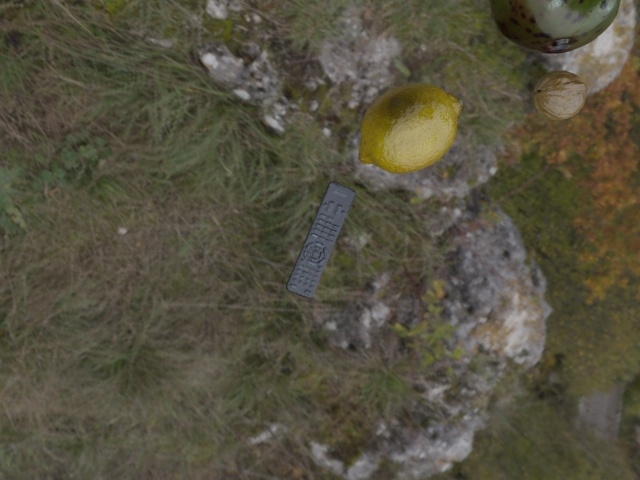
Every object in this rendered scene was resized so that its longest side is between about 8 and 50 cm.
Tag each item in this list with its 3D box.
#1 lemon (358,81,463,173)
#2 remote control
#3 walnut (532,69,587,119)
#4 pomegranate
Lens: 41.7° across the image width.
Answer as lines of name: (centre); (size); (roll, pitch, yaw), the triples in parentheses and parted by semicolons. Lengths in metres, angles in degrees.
lemon: (0.192, -0.244, 1.824); (0.257, 0.188, 0.188); (-32, 133, 5)
remote control: (0.000, 0.000, 1.725); (0.063, 0.025, 0.245); (24, 93, -2)
walnut: (0.493, -0.299, 1.729); (0.124, 0.105, 0.105); (-4, 118, -31)
pomegranate: (0.388, -0.462, 1.482); (0.231, 0.286, 0.231); (-20, 150, -12)
